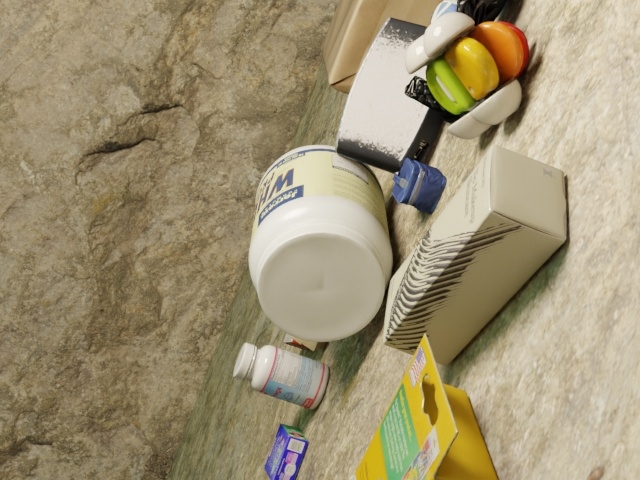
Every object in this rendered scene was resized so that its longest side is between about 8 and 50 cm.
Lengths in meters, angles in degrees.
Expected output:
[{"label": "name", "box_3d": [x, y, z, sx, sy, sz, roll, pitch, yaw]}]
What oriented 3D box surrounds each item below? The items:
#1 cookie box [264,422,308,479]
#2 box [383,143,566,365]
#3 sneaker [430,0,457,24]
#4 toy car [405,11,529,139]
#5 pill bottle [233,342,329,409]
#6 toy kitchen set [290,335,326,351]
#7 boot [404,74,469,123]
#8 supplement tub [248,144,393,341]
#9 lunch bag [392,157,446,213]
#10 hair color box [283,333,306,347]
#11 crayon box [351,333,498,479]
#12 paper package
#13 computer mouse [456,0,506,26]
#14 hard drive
[{"label": "cookie box", "box_3d": [-0.063, 0.388, 1.769, 0.107, 0.040, 0.091, -168, 98, -79]}, {"label": "box", "box_3d": [0.171, 0.025, 1.129, 0.275, 0.094, 0.113, 121, 165, -46]}, {"label": "sneaker", "box_3d": [0.236, -0.390, 1.591, 0.081, 0.080, 0.211, -54, 15, 49]}, {"label": "toy car", "box_3d": [0.215, -0.239, 1.338, 0.136, 0.159, 0.182, -37, 1, -16]}, {"label": "pill bottle", "box_3d": [-0.072, 0.240, 1.763, 0.087, 0.160, 0.087, -160, 90, -80]}, {"label": "toy kitchen set", "box_3d": [-0.012, 0.161, 1.882, 0.068, 0.083, 0.075, 1, -65, -57]}, {"label": "boot", "box_3d": [0.178, -0.221, 1.532, 0.121, 0.099, 0.045, -135, 67, -78]}, {"label": "supplement tub", "box_3d": [0.000, 0.000, 1.647, 0.325, 0.235, 0.235, -91, 24, -63]}, {"label": "lunch bag", "box_3d": [0.148, -0.089, 1.530, 0.098, 0.065, 0.067, -111, 43, -73]}, {"label": "hair color box", "box_3d": [-0.019, 0.135, 1.984, 0.093, 0.053, 0.167, 153, 135, -76]}, {"label": "crayon box", "box_3d": [0.095, 0.291, 1.053, 0.203, 0.083, 0.323, -97, 29, -67]}, {"label": "paper package", "box_3d": [0.132, -0.467, 2.038, 0.325, 0.168, 0.309, -98, 30, -66]}, {"label": "computer mouse", "box_3d": [0.257, -0.378, 1.473, 0.188, 0.072, 0.272, 78, -156, -57]}, {"label": "hard drive", "box_3d": [0.130, -0.245, 1.638, 0.054, 0.172, 0.254, 26, -94, -64]}]
